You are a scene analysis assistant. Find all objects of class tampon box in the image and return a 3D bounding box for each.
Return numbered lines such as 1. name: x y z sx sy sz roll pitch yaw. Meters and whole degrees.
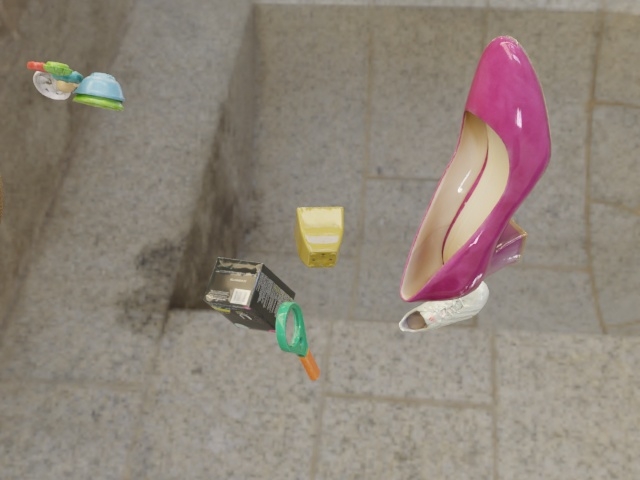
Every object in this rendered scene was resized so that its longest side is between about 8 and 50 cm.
1. tampon box: -0.149 0.120 1.824 0.161 0.120 0.101 48 53 -53

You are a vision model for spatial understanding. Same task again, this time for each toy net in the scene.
1. toy net: -0.364 -0.218 1.209 0.232 0.122 0.045 15 -83 55

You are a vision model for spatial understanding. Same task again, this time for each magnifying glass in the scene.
1. magnifying glass: -0.041 0.201 1.651 0.231 0.026 0.092 65 32 -48

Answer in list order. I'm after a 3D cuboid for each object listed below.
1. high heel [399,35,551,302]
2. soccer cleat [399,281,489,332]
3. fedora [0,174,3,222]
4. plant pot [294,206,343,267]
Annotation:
1. high heel: 0.116 -0.047 0.709 0.082 0.117 0.244 54 -21 37
2. soccer cleat: 0.233 0.132 1.616 0.076 0.196 0.068 -16 77 -47
3. fedora: -0.331 -0.002 0.679 0.194 0.079 0.194 25 90 -85
4. plant pot: 0.000 0.000 1.458 0.081 0.081 0.083 98 -11 -53
